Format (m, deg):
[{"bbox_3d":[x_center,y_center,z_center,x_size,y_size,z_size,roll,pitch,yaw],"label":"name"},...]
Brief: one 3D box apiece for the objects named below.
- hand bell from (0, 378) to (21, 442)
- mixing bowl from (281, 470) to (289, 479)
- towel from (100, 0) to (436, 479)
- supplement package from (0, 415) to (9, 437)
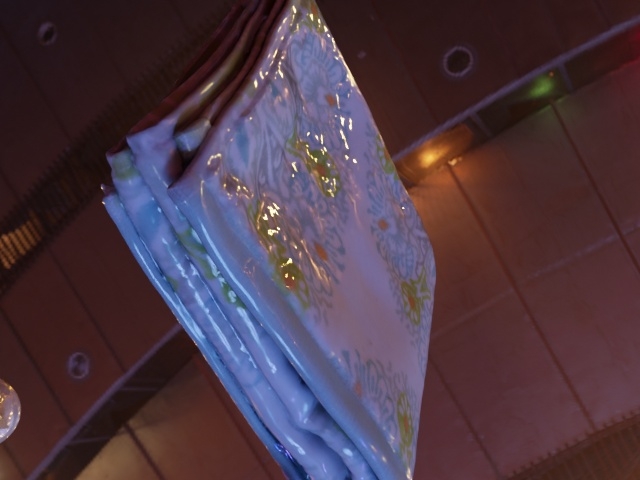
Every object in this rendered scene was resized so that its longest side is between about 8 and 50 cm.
[{"bbox_3d":[-0.480,0.291,1.155,0.126,0.126,0.242,-60,-155,4],"label":"hand bell"},{"bbox_3d":[0.009,0.181,0.941,0.098,0.181,0.182,-16,-107,13],"label":"mixing bowl"},{"bbox_3d":[0.000,0.000,0.684,0.090,0.375,0.321,-13,-148,26],"label":"towel"},{"bbox_3d":[-0.495,0.182,0.826,0.198,0.263,0.199,-41,-102,-1],"label":"supplement package"}]
